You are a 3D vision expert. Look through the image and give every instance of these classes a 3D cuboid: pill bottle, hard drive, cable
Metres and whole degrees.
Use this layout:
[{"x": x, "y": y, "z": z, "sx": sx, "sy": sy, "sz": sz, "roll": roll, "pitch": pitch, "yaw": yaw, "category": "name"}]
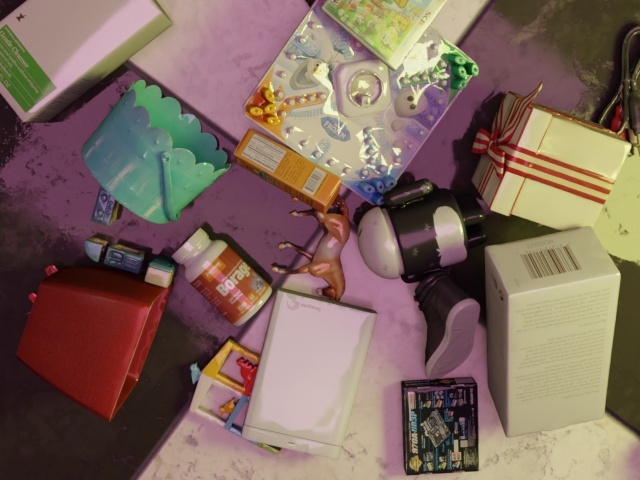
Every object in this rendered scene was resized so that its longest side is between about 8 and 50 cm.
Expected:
[{"x": -0.222, "y": 0.078, "z": 1.874, "sx": 0.121, "sy": 0.121, "sz": 0.216, "roll": -45, "pitch": 98, "yaw": 4, "category": "pill bottle"}, {"x": -0.027, "y": 0.304, "z": 1.922, "sx": 0.233, "sy": 0.047, "sz": 0.352, "roll": 14, "pitch": 96, "yaw": -5, "category": "hard drive"}, {"x": 0.688, "y": -0.330, "z": 1.898, "sx": 0.140, "sy": 0.072, "sz": 0.287, "roll": -4, "pitch": 86, "yaw": 15, "category": "cable"}]

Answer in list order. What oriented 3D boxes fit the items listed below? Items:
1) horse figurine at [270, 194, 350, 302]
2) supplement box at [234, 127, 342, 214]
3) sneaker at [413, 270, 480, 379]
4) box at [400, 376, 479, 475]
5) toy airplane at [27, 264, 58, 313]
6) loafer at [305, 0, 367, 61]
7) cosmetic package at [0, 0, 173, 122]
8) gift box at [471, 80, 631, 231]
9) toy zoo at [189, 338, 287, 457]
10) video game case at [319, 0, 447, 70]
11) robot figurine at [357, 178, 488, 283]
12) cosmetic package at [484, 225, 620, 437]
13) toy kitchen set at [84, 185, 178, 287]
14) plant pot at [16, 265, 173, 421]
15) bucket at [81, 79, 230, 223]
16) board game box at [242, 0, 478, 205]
[{"x": 0.000, "y": 0.000, "z": 1.900, "sx": 0.175, "sy": 0.066, "sz": 0.263, "roll": 18, "pitch": 100, "yaw": 3, "category": "horse figurine"}, {"x": -0.072, "y": -0.151, "z": 1.838, "sx": 0.234, "sy": 0.078, "sz": 0.080, "roll": 31, "pitch": 77, "yaw": 6, "category": "supplement box"}, {"x": 0.270, "y": 0.186, "z": 1.907, "sx": 0.105, "sy": 0.146, "sz": 0.295, "roll": -16, "pitch": 140, "yaw": -21, "category": "sneaker"}, {"x": 0.280, "y": 0.437, "z": 1.981, "sx": 0.175, "sy": 0.051, "sz": 0.220, "roll": -3, "pitch": 99, "yaw": -2, "category": "box"}, {"x": -0.595, "y": 0.132, "z": 1.914, "sx": 0.151, "sy": 0.028, "sz": 0.151, "roll": -1, "pitch": 105, "yaw": -4, "category": "toy airplane"}, {"x": 0.044, "y": -0.501, "z": 1.816, "sx": 0.092, "sy": 0.102, "sz": 0.268, "roll": -38, "pitch": 111, "yaw": -7, "category": "loafer"}, {"x": -0.517, "y": -0.431, "z": 1.773, "sx": 0.366, "sy": 0.155, "sz": 0.197, "roll": -38, "pitch": 95, "yaw": 5, "category": "cosmetic package"}, {"x": 0.471, "y": -0.189, "z": 1.801, "sx": 0.258, "sy": 0.255, "sz": 0.276, "roll": 17, "pitch": 103, "yaw": -6, "category": "gift box"}, {"x": -0.171, "y": 0.358, "z": 1.963, "sx": 0.293, "sy": 0.030, "sz": 0.192, "roll": 30, "pitch": 96, "yaw": -6, "category": "toy zoo"}, {"x": 0.133, "y": -0.486, "z": 1.721, "sx": 0.212, "sy": 0.023, "sz": 0.193, "roll": 35, "pitch": 92, "yaw": -24, "category": "video game case"}, {"x": 0.219, "y": -0.017, "z": 1.855, "sx": 0.278, "sy": 0.173, "sz": 0.209, "roll": -16, "pitch": 84, "yaw": 0, "category": "robot figurine"}, {"x": 0.482, "y": 0.205, "z": 1.798, "sx": 0.230, "sy": 0.161, "sz": 0.453, "roll": -11, "pitch": 130, "yaw": -1, "category": "cosmetic package"}, {"x": -0.405, "y": -0.012, "z": 1.853, "sx": 0.207, "sy": 0.122, "sz": 0.166, "roll": 17, "pitch": 97, "yaw": -5, "category": "toy kitchen set"}, {"x": -0.488, "y": 0.188, "z": 1.811, "sx": 0.236, "sy": 0.267, "sz": 0.267, "roll": 21, "pitch": 97, "yaw": -2, "category": "plant pot"}, {"x": -0.344, "y": -0.179, "z": 1.762, "sx": 0.281, "sy": 0.281, "sz": 0.183, "roll": 44, "pitch": 103, "yaw": -7, "category": "bucket"}, {"x": 0.097, "y": -0.323, "z": 1.804, "sx": 0.390, "sy": 0.050, "sz": 0.390, "roll": 33, "pitch": 95, "yaw": -24, "category": "board game box"}]
